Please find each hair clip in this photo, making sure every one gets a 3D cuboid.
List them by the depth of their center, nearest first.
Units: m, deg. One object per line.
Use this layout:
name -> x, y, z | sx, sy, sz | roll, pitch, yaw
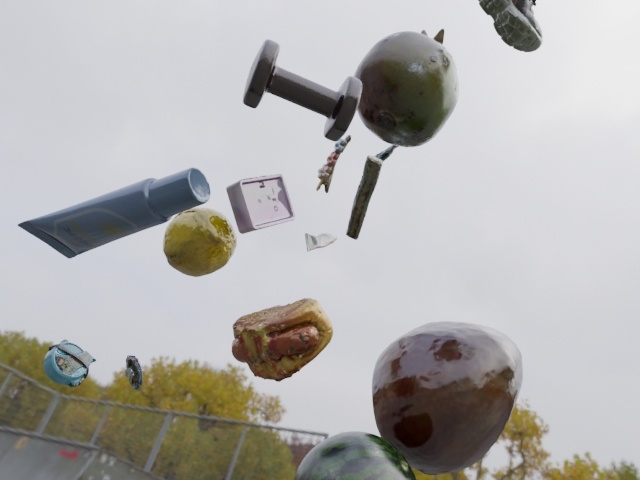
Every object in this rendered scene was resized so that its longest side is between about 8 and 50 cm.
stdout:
hair clip -> 0.037, -0.261, 2.023 | 0.056, 0.214, 0.062 | 19, 10, -24

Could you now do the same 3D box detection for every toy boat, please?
toy boat -> -0.416, 0.290, 1.339 | 0.038, 0.038, 0.083 | 1, -73, 27

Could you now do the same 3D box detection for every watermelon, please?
watermelon -> 0.078, 0.563, 1.316 | 0.285, 0.285, 0.285 | 14, -31, 9

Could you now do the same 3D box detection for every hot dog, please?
hot dog -> -0.105, 0.237, 1.423 | 0.256, 0.153, 0.150 | -18, -69, 25

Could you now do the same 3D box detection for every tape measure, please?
tape measure -> -0.779, 0.380, 1.867 | 0.081, 0.125, 0.146 | -35, -67, 28

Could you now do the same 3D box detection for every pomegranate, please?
pomegranate -> 0.244, -0.391, 1.552 | 0.290, 0.323, 0.291 | 30, -45, 36

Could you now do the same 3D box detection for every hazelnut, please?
hazelnut -> 0.322, 0.375, 1.540 | 0.353, 0.420, 0.421 | 52, -26, 17

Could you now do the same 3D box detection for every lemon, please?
lemon -> -0.352, 0.006, 1.762 | 0.204, 0.204, 0.260 | 37, -31, -28

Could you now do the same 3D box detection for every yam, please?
yam -> 0.135, -0.134, 1.934 | 0.061, 0.061, 0.274 | 18, -73, 2

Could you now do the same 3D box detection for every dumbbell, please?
dumbbell -> -0.036, -0.299, 1.220 | 0.225, 0.124, 0.140 | 21, -18, -13

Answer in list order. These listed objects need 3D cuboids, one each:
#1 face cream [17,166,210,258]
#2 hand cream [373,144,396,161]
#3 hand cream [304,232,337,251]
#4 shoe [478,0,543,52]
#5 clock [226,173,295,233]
face cream -> -0.385, -0.048, 1.150 | 0.385, 0.086, 0.135 | -17, -38, 21
hand cream -> 0.282, -0.322, 1.997 | 0.247, 0.075, 0.052 | -34, -86, 22
hand cream -> 0.002, 0.001, 1.974 | 0.038, 0.216, 0.052 | -41, -104, 23
shoe -> 0.476, -0.565, 1.458 | 0.228, 0.125, 0.099 | 55, -16, 2
clock -> -0.172, -0.110, 1.766 | 0.063, 0.197, 0.150 | -16, -89, 37
